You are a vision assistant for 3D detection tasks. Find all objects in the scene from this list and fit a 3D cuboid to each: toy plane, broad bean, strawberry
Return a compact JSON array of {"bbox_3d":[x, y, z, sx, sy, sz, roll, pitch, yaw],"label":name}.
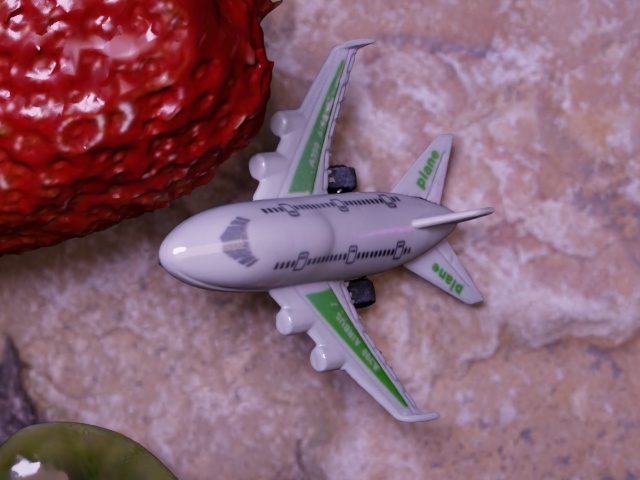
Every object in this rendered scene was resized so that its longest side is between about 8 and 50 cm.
[{"bbox_3d":[-0.003,0.001,1.105,0.255,0.101,0.251,-8,86,-38],"label":"toy plane"},{"bbox_3d":[-0.132,0.212,1.097,0.206,0.072,0.153,35,76,7],"label":"broad bean"},{"bbox_3d":[-0.167,-0.102,1.033,0.257,0.257,0.277,43,92,-3],"label":"strawberry"}]
